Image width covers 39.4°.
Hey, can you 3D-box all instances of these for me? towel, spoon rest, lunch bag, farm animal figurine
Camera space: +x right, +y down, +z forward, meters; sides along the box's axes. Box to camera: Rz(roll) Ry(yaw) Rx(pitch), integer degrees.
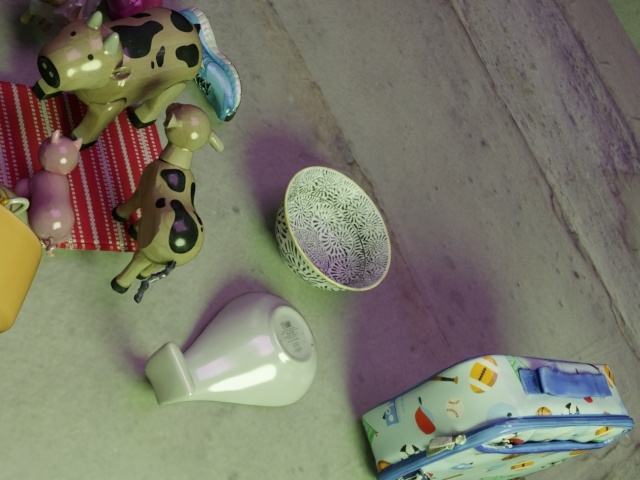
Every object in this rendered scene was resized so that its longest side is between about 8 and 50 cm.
[{"bbox_3d":[-0.276,-0.075,0.936,0.274,0.031,0.199,5,59,-45],"label":"towel"},{"bbox_3d":[-0.093,0.125,0.960,0.276,0.084,0.137,-5,69,-60],"label":"spoon rest"},{"bbox_3d":[0.212,0.216,1.053,0.303,0.243,0.115,9,58,-42],"label":"lunch bag"},{"bbox_3d":[-0.208,-0.148,0.897,0.330,0.172,0.327,44,38,-13],"label":"farm animal figurine"}]

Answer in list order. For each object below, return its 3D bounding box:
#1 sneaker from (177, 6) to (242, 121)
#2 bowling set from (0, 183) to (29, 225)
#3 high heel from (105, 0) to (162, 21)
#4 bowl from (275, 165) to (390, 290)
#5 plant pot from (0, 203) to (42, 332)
[{"bbox_3d":[-0.159,-0.217,1.137,0.073,0.063,0.162,-23,76,-32],"label":"sneaker"},{"bbox_3d":[-0.354,-0.120,0.686,0.286,0.154,0.200,9,80,-8],"label":"bowling set"},{"bbox_3d":[-0.225,-0.353,1.153,0.244,0.082,0.117,-90,155,-49],"label":"high heel"},{"bbox_3d":[0.000,0.000,1.116,0.170,0.080,0.170,25,48,-31],"label":"bowl"},{"bbox_3d":[-0.358,0.061,0.596,0.290,0.290,0.204,24,65,-32],"label":"plant pot"}]
